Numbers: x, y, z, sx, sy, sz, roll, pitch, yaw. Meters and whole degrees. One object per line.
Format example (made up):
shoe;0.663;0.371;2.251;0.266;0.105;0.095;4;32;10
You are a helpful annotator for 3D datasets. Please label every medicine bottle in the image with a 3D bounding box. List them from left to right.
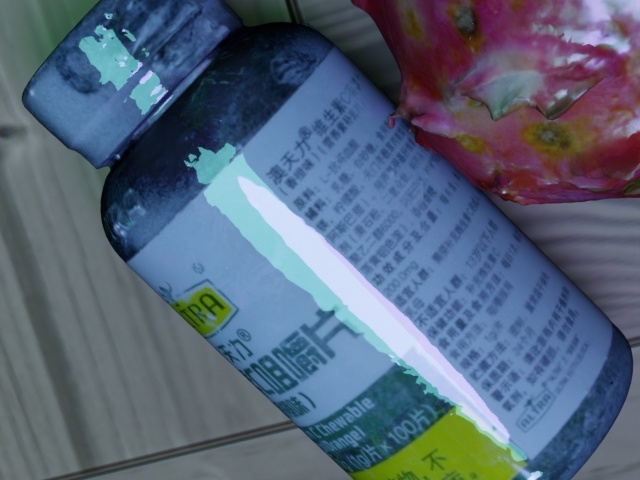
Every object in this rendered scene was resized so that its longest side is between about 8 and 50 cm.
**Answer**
medicine bottle;0.000;0.000;0.661;0.293;0.141;0.141;45;107;-7

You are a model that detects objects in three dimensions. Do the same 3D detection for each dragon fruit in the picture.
dragon fruit;0.120;-0.140;0.576;0.210;0.205;0.268;34;110;36
